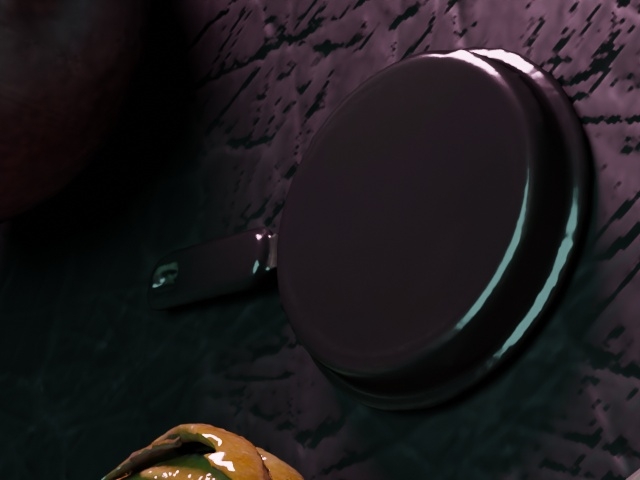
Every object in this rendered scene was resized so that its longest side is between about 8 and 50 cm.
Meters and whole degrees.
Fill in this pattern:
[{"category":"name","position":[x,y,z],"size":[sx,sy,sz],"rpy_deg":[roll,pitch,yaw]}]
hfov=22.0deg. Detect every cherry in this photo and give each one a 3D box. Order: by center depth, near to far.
[{"category":"cherry","position":[-0.176,-0.100,0.753],"size":[0.213,0.183,0.266],"rpy_deg":[-6,54,33]}]

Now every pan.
[{"category":"pan","position":[0.000,0.000,0.619],"size":[0.235,0.028,0.136],"rpy_deg":[-13,62,46]}]

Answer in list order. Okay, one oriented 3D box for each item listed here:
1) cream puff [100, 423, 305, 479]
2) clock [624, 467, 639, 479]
[{"category":"cream puff","position":[-0.037,0.130,0.538],"size":[0.133,0.104,0.119],"rpy_deg":[16,53,45]},{"category":"clock","position":[0.136,0.103,0.372],"size":[0.192,0.071,0.147],"rpy_deg":[-43,44,27]}]
